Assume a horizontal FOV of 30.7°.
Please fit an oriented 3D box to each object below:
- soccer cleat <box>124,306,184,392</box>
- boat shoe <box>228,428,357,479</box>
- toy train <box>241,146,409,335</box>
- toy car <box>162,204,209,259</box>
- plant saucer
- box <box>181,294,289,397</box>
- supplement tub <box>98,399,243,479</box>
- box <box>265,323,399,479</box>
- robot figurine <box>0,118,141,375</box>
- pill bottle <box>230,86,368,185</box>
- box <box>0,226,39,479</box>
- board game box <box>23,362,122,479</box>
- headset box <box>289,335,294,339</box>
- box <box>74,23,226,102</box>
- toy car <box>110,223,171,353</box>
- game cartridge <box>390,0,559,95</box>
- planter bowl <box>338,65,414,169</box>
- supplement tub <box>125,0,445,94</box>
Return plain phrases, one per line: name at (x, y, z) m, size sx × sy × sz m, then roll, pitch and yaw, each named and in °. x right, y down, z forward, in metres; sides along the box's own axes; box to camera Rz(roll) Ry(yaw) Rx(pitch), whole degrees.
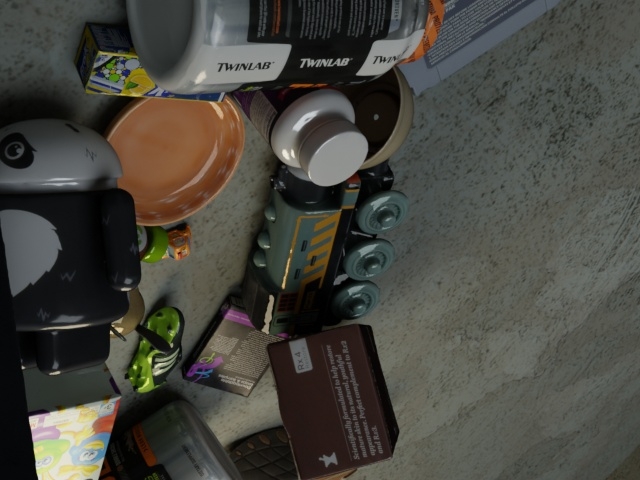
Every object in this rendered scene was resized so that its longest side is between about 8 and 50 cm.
soccer cleat at (-0.228, 0.154, 1.693) m, size 0.072 × 0.060 × 0.179 m, roll -15°, pitch 147°, yaw -42°
boat shoe at (-0.034, 0.404, 2.084) m, size 0.324 × 0.123 × 0.116 m, roll -8°, pitch 138°, yaw -32°
toy train at (0.000, 0.000, 1.643) m, size 0.190 × 0.142 × 0.334 m, roll -6°, pitch 136°, yaw -22°
toy car at (-0.184, -0.020, 1.538) m, size 0.060 × 0.040 × 0.122 m, roll -10°, pitch 137°, yaw -32°
plant saucer at (-0.187, -0.110, 1.420) m, size 0.200 × 0.037 × 0.200 m, roll -22°, pitch 136°, yaw -23°
box at (-0.126, 0.164, 1.778) m, size 0.116 × 0.029 × 0.162 m, roll 20°, pitch 118°, yaw -26°
supplement tub at (-0.298, 0.416, 1.798) m, size 0.338 × 0.207 × 0.207 m, roll -34°, pitch 145°, yaw -4°
box at (0.027, 0.226, 1.714) m, size 0.143 × 0.191 × 0.381 m, roll -15°, pitch 175°, yaw 5°
robot figurine at (-0.301, 0.005, 1.287) m, size 0.209 × 0.173 × 0.278 m, roll -2°, pitch 95°, yaw -6°
pill bottle at (-0.026, -0.155, 1.382) m, size 0.108 × 0.193 × 0.108 m, roll -23°, pitch 143°, yaw -19°
box at (-0.513, 0.094, 0.928) m, size 0.480 × 0.472 × 0.297 m, roll 32°, pitch 110°, yaw -35°
board game box at (-0.388, 0.270, 1.610) m, size 0.144 × 0.142 × 0.275 m, roll -9°, pitch 136°, yaw -33°
headset box at (-0.075, 0.148, 1.828) m, size 0.062 × 0.032 × 0.083 m, roll 5°, pitch 127°, yaw -43°
box at (-0.183, -0.197, 1.306) m, size 0.169 × 0.054 × 0.059 m, roll 1°, pitch 135°, yaw -31°
toy car at (-0.253, 0.060, 1.443) m, size 0.149 × 0.188 × 0.155 m, roll -47°, pitch 144°, yaw 15°
game cartridge at (0.197, -0.325, 1.500) m, size 0.297 × 0.062 × 0.198 m, roll -33°, pitch 141°, yaw -4°
planter bowl at (0.053, -0.163, 1.483) m, size 0.162 × 0.162 × 0.109 m, roll -49°, pitch 155°, yaw 17°
supplement tub at (-0.033, -0.260, 1.258) m, size 0.316 × 0.193 × 0.193 m, roll -8°, pitch 136°, yaw -32°
